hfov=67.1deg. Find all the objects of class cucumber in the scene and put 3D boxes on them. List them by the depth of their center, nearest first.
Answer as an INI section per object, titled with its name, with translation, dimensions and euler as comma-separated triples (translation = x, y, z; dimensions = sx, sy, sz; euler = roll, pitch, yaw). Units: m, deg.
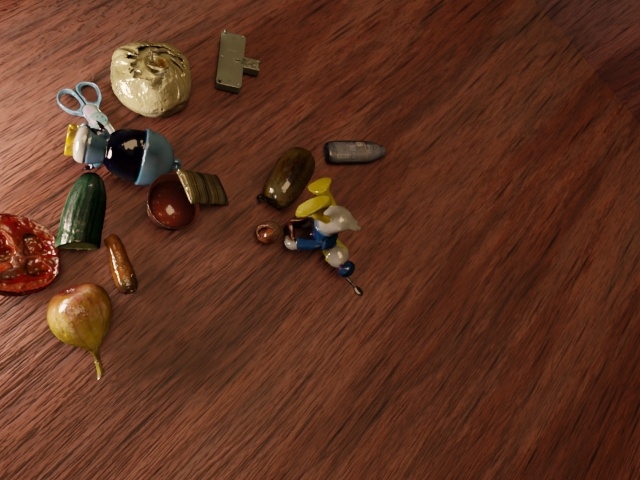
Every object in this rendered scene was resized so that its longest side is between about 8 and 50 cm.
[cucumber]
translation = -0.656, -0.090, 1.349
dimensions = 0.115, 0.063, 0.243
euler = 15, 60, -38

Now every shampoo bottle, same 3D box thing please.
[shampoo bottle]
translation = 0.128, -0.323, 1.757
dimensions = 0.234, 0.049, 0.086
euler = -6, 76, -23

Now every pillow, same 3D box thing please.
[pillow]
translation = -0.350, -0.159, 1.465
dimensions = 0.113, 0.038, 0.203
euler = 67, 20, 5

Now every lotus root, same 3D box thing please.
[lotus root]
translation = -0.101, -0.210, 1.595
dimensions = 0.124, 0.123, 0.240
euler = 36, 67, -19

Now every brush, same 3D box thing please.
[brush]
translation = 0.115, 0.156, 1.640
dimensions = 0.083, 0.008, 0.024
euler = 47, 66, -3

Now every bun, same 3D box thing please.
[bun]
translation = -0.522, -0.514, 1.497
dimensions = 0.260, 0.152, 0.259
euler = 6, 74, -23

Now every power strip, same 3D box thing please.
[power strip]
translation = -0.282, -0.615, 1.670
dimensions = 0.145, 0.061, 0.215
euler = 7, 73, -19

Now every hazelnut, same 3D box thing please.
[hazelnut]
translation = -0.164, -0.026, 1.539
dimensions = 0.087, 0.086, 0.086
euler = 6, 73, -20

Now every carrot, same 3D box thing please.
[carrot]
translation = -0.567, 0.066, 1.366
dimensions = 0.060, 0.060, 0.186
euler = -18, 75, -25

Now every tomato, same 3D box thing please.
[tomato]
translation = -0.803, 0.052, 1.251
dimensions = 0.228, 0.101, 0.227
euler = 21, 54, -32

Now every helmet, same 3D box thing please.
[helmet]
translation = -0.451, -0.102, 1.430
dimensions = 0.155, 0.106, 0.175
euler = -6, 78, -38

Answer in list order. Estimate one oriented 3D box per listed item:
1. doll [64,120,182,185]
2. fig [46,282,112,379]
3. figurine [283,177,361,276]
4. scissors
[doll]
translation = -0.558, -0.253, 1.392
dimensions = 0.314, 0.177, 0.141
euler = 12, 37, -27
[fig]
translation = -0.613, 0.244, 1.266
dimensions = 0.159, 0.159, 0.256
euler = -16, 99, -25
[figurine]
translation = 0.000, 0.000, 1.520
dimensions = 0.338, 0.284, 0.204
euler = 58, 43, -27
[scissors]
translation = -0.673, -0.362, 1.457
dimensions = 0.125, 0.030, 0.256
euler = -38, 93, -28
